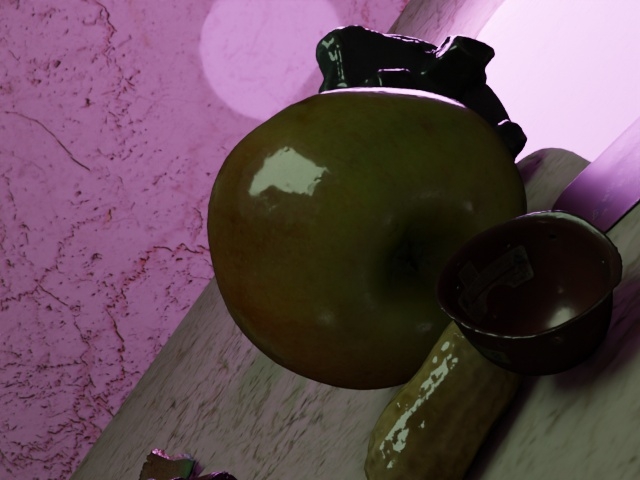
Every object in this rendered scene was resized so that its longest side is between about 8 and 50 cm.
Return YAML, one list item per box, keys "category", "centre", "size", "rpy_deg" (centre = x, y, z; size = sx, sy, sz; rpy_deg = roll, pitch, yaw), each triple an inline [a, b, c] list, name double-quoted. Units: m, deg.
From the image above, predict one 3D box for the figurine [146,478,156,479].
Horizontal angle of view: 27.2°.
- category: "figurine"
  centre: [-0.287, 0.466, 1.793]
  size: [0.133, 0.194, 0.274]
  rpy_deg: [-26, 27, 46]

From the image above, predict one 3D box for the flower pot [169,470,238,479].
- category: "flower pot"
  centre: [-0.155, 0.364, 1.806]
  size: [0.089, 0.111, 0.111]
  rpy_deg: [-28, 23, 34]

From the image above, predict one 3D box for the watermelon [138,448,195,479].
- category: "watermelon"
  centre: [-0.263, 0.404, 2.236]
  size: [0.101, 0.080, 0.155]
  rpy_deg: [-58, -9, -75]

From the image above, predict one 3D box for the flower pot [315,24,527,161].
- category: "flower pot"
  centre: [0.094, -0.137, 1.718]
  size: [0.283, 0.299, 0.299]
  rpy_deg: [-48, 11, 49]

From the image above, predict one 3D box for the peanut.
- category: "peanut"
  centre: [0.119, 0.152, 1.236]
  size: [0.226, 0.095, 0.108]
  rpy_deg: [-55, 14, -10]

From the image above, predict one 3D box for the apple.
- category: "apple"
  centre: [0.060, 0.000, 1.422]
  size: [0.338, 0.338, 0.305]
  rpy_deg: [-57, 31, -13]

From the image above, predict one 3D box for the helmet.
- category: "helmet"
  centre: [0.196, 0.062, 1.155]
  size: [0.155, 0.106, 0.175]
  rpy_deg: [-43, 32, -24]

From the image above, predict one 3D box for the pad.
- category: "pad"
  centre: [0.319, -0.080, 1.348]
  size: [0.267, 0.004, 0.181]
  rpy_deg: [-47, 13, 31]
